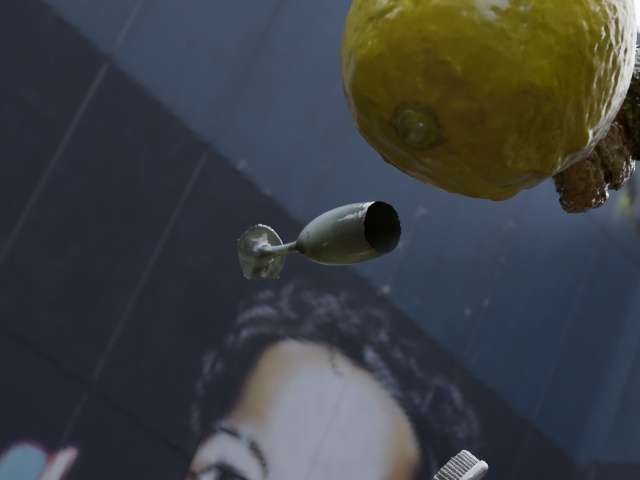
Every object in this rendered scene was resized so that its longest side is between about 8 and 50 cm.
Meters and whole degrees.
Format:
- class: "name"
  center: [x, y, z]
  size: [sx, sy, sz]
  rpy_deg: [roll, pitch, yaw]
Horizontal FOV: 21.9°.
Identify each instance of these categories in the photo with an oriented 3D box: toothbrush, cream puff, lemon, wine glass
- class: "toothbrush"
  center: [0.045, 0.254, 1.341]
  size: [0.029, 0.307, 0.025]
  rpy_deg: [37, -47, 18]
- class: "cream puff"
  center: [0.317, -0.133, 1.783]
  size: [0.169, 0.183, 0.183]
  rpy_deg: [-18, -37, 9]
- class: "lemon"
  center: [0.136, -0.156, 1.321]
  size: [0.233, 0.288, 0.233]
  rpy_deg: [15, -55, 22]
- class: "wine glass"
  center: [0.000, 0.000, 1.626]
  size: [0.066, 0.066, 0.198]
  rpy_deg: [38, -30, -28]
